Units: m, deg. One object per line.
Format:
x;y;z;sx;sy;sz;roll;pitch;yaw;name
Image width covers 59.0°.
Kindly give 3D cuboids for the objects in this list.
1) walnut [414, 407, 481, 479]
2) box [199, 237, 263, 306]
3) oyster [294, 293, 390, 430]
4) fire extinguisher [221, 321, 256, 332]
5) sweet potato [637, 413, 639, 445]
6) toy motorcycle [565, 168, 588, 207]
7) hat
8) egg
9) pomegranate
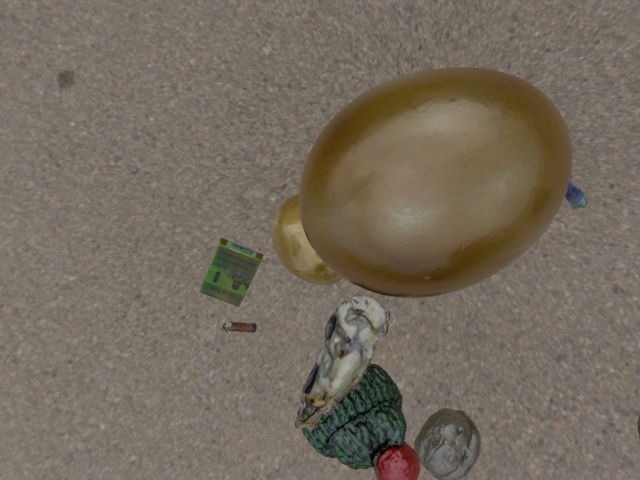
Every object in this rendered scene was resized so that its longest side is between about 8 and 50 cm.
0.403;0.636;1.771;0.224;0.224;0.224;2;99;10;walnut
-0.243;0.090;1.530;0.121;0.030;0.193;23;127;-9;box
0.039;0.266;1.252;0.128;0.079;0.345;31;65;3;oyster
-0.180;0.192;1.241;0.022;0.083;0.028;-52;44;34;fire extinguisher
0.753;0.440;1.267;0.081;0.062;0.233;11;78;-26;sweet potato
0.633;-0.158;1.511;0.254;0.135;0.092;26;107;-40;toy motorcycle
0.119;0.496;1.448;0.274;0.242;0.332;-44;54;5;hat
0.142;-0.075;0.732;0.351;0.282;0.283;-26;93;9;egg
-0.015;-0.008;1.711;0.307;0.307;0.308;2;99;10;pomegranate
